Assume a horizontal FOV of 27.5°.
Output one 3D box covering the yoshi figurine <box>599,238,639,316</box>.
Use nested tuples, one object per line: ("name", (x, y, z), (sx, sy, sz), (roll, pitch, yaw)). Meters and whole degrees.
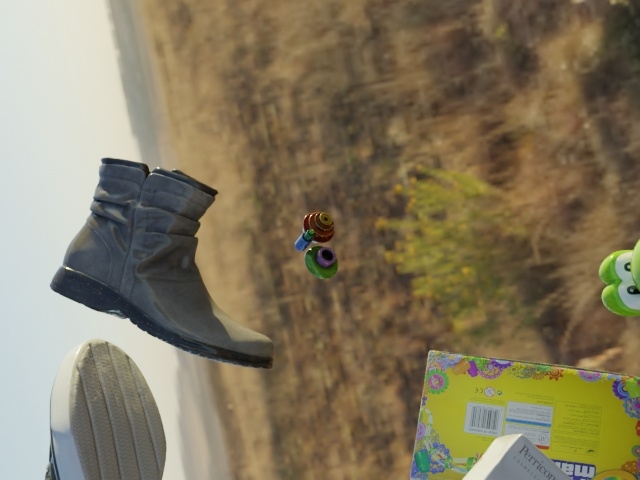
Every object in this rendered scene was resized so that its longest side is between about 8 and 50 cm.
("yoshi figurine", (0.530, 0.034, 1.601), (0.204, 0.362, 0.203), (-90, -8, -53))

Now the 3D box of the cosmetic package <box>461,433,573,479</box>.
("cosmetic package", (0.161, 0.316, 1.306), (0.117, 0.231, 0.085), (42, 164, -1))

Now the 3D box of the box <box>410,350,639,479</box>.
("box", (0.281, 0.294, 1.759), (0.279, 0.289, 0.177), (74, -156, -63))

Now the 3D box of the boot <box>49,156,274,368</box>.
("boot", (-0.185, 0.024, 1.757), (0.118, 0.338, 0.223), (52, -119, -80))

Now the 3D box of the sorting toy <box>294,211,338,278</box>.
("sorting toy", (0.000, 0.000, 1.822), (0.042, 0.061, 0.102), (-49, 43, 50))

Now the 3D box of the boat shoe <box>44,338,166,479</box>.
("boat shoe", (-0.217, 0.254, 1.218), (0.121, 0.119, 0.335), (23, -136, -40))
